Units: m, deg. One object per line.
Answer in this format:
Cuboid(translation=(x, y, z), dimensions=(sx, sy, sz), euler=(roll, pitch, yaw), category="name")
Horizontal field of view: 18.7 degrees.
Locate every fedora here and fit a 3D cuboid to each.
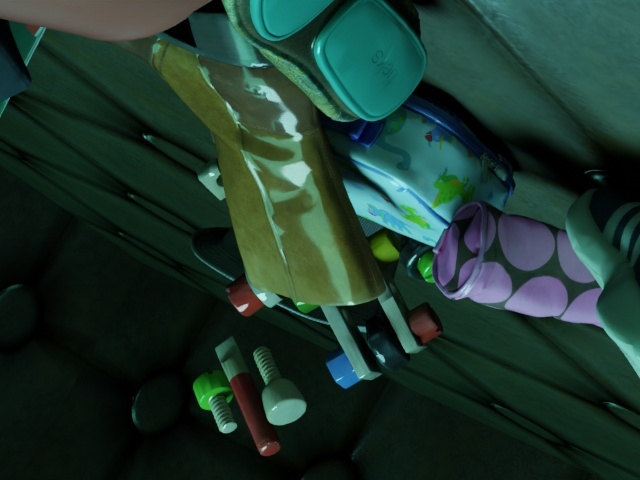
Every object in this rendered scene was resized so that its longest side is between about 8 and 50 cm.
Cuboid(translation=(0.000, 0.000, 2.087), dimensions=(0.243, 0.124, 0.275), euler=(29, -173, 27), category="fedora")

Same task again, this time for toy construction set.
Cuboid(translation=(-0.031, 0.021, 1.871), dimensions=(0.257, 0.309, 0.237), euler=(8, -139, -38), category="toy construction set")

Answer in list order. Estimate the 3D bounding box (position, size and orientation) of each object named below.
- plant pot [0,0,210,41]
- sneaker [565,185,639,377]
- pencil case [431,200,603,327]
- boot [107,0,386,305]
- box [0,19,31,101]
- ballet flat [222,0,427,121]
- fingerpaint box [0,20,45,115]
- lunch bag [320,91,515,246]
Cuboid(translation=(-0.150, -0.223, 0.877), dimensions=(0.243, 0.275, 0.275), euler=(23, 179, -44), category="plant pot")
Cuboid(translation=(0.268, 0.017, 1.350), dimensions=(0.131, 0.148, 0.350), euler=(55, -170, -14), category="sneaker")
Cuboid(translation=(0.189, 0.026, 1.556), dimensions=(0.209, 0.095, 0.098), euler=(15, -165, -27), category="pencil case")
Cuboid(translation=(-0.076, -0.088, 1.579), dimensions=(0.264, 0.096, 0.280), euler=(9, 130, 39), category="boot")
Cuboid(translation=(-0.497, -0.182, 1.265), dimensions=(0.472, 0.479, 0.297), euler=(75, 170, -81), category="box")
Cuboid(translation=(-0.018, -0.172, 1.196), dimensions=(0.123, 0.123, 0.348), euler=(27, 172, 19), category="ballet flat")
Cuboid(translation=(-0.456, -0.263, 1.857), dimensions=(0.371, 0.163, 0.445), euler=(28, 176, -13), category="fingerpaint box")
Cuboid(translation=(0.044, -0.077, 1.616), dimensions=(0.219, 0.090, 0.176), euler=(23, 170, 41), category="lunch bag")
